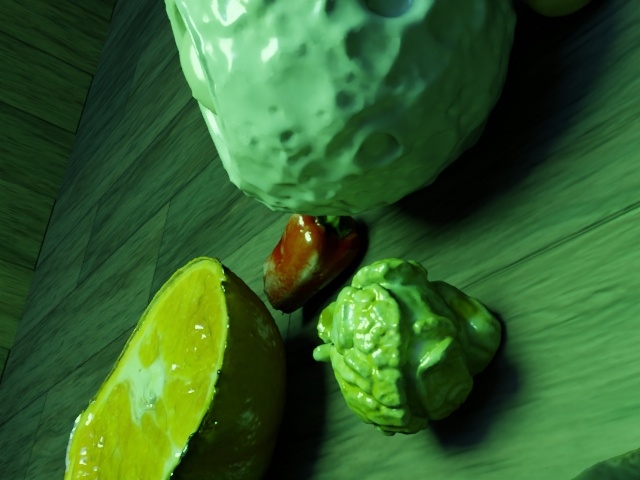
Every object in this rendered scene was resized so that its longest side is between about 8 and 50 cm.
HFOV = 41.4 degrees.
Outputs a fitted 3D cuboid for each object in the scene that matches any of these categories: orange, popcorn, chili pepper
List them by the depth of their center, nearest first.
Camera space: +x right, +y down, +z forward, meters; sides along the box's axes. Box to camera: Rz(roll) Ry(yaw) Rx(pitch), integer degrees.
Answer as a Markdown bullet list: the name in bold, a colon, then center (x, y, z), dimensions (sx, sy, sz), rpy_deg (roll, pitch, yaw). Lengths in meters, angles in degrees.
- **popcorn**: center (0.062, 0.089, 0.695), dimensions (0.162, 0.141, 0.135), rpy_deg (2, 62, 20)
- **orange**: center (-0.165, 0.193, 0.903), dimensions (0.310, 0.274, 0.274), rpy_deg (-34, 23, -14)
- **chili pepper**: center (0.000, 0.000, 0.937), dimensions (0.192, 0.084, 0.086), rpy_deg (-47, 65, 38)

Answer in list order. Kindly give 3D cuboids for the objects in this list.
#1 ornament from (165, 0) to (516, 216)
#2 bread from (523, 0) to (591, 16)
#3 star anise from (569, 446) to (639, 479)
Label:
- **ornament**: center (0.022, -0.195, 0.790), dimensions (0.337, 0.337, 0.337), rpy_deg (-42, 36, 40)
- **bread**: center (0.214, -0.245, 0.768), dimensions (0.082, 0.056, 0.115), rpy_deg (-33, 39, 13)
- **star anise**: center (0.113, 0.241, 0.434), dimensions (0.108, 0.315, 0.315), rpy_deg (21, 87, 21)
